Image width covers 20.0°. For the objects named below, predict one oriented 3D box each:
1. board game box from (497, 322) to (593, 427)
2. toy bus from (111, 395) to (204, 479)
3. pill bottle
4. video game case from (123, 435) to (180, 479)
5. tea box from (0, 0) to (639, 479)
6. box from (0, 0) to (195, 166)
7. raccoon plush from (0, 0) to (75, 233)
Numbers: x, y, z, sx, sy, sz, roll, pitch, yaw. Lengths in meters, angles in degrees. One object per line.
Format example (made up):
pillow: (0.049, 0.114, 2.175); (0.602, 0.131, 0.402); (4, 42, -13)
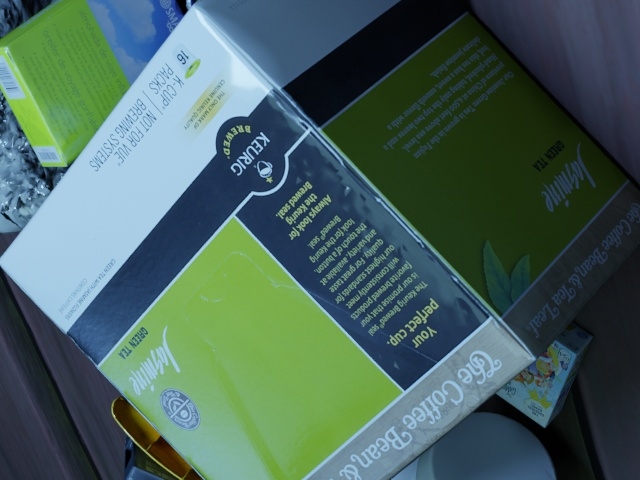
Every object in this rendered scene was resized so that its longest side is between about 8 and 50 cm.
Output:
board game box: (0.137, 0.071, 1.458); (0.154, 0.026, 0.103); (35, 143, 18)
toy bus: (-0.062, 0.110, 1.601); (0.149, 0.220, 0.211); (37, 176, 5)
pill bottle: (0.103, 0.256, 1.564); (0.152, 0.152, 0.272); (41, 144, 9)
video game case: (-0.087, 0.233, 1.653); (0.196, 0.026, 0.274); (25, 178, -6)
tea box: (0.000, 0.000, 1.319); (0.323, 0.220, 0.329); (47, 133, 2)
box: (-0.173, -0.150, 1.443); (0.042, 0.178, 0.109); (2, 125, 48)
raccoon plush: (-0.242, -0.180, 1.485); (0.299, 0.216, 0.446); (33, 143, 8)
